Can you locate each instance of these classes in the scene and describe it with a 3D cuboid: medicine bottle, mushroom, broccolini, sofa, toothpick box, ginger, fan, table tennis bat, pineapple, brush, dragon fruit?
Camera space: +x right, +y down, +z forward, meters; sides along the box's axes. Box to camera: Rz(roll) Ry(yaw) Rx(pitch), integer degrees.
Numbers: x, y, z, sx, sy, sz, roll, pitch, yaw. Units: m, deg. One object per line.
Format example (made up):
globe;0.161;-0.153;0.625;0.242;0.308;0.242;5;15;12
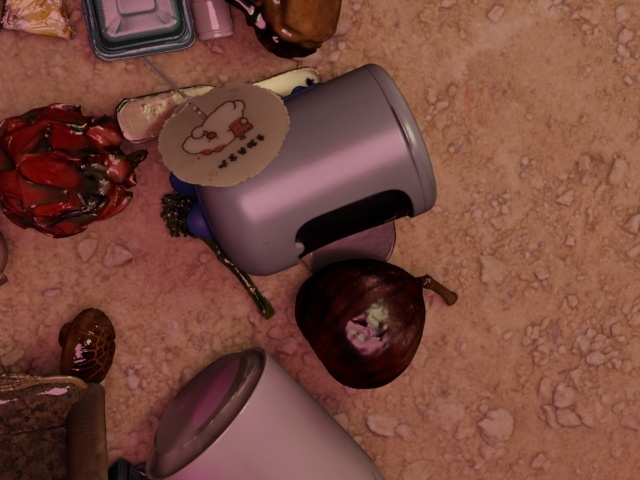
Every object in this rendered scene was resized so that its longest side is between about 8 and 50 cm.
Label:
medicine bottle;-0.163;-0.344;1.749;0.057;0.057;0.089;-12;101;-9
mushroom;-0.350;0.165;1.765;0.085;0.109;0.126;0;114;-15
broccolini;-0.154;0.025;1.807;0.071;0.057;0.254;-31;103;39
sofa;-0.434;0.316;1.684;0.258;0.182;0.200;-6;62;-4
toothpick box;-0.037;-0.101;1.721;0.354;0.263;0.263;-24;102;-4
ginger;-0.050;-0.423;1.680;0.269;0.200;0.223;38;120;-8
fan;-0.176;-0.188;1.677;0.190;0.329;0.009;-39;146;-14
table tennis bat;0.000;0.000;1.848;0.246;0.022;0.138;-9;100;-10
pineapple;-0.416;-0.335;1.697;0.116;0.069;0.137;-38;105;-4
brush;-0.154;-0.208;1.776;0.327;0.065;0.070;-15;93;-18
dragon fruit;-0.363;-0.096;1.654;0.192;0.274;0.193;21;102;-41

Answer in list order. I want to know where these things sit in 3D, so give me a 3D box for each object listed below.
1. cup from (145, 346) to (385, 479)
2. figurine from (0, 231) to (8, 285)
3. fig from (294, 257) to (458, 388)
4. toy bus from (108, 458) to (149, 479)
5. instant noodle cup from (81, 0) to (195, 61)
cup;-0.060;0.359;1.771;0.371;0.253;0.253;44;88;-15
figurine;-0.518;0.020;1.702;0.125;0.125;0.138;-30;89;-5
fig;0.093;0.101;1.802;0.249;0.186;0.204;-37;88;-9
toy bus;-0.254;0.461;1.820;0.246;0.113;0.134;43;95;-15
instant noodle cup;-0.271;-0.359;1.713;0.157;0.070;0.179;-11;95;-7
